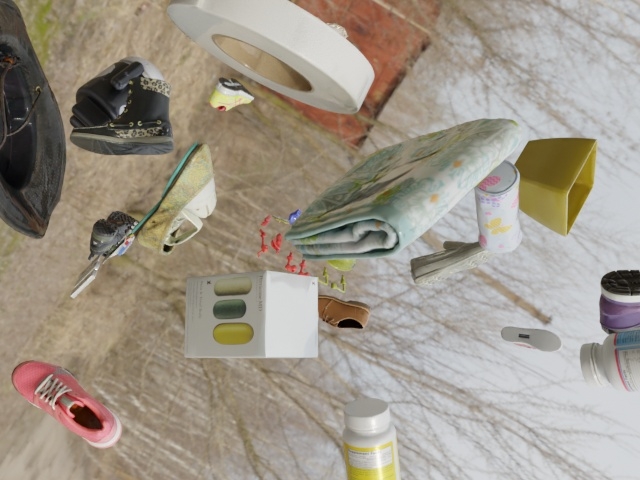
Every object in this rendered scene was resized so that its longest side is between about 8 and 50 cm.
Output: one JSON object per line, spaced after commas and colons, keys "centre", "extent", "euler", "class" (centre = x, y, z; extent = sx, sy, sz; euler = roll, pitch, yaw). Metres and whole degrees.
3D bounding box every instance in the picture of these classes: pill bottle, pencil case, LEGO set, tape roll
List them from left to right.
{"centre": [-0.512, 0.039, 1.663], "extent": [0.244, 0.060, 0.182], "euler": [-45, -161, 1], "class": "LEGO set"}
{"centre": [-0.089, -0.351, 1.211], "extent": [0.071, 0.392, 0.392], "euler": [-64, -173, 0], "class": "tape roll"}
{"centre": [0.110, 0.459, 1.447], "extent": [0.119, 0.119, 0.208], "euler": [-110, -166, -80], "class": "pill bottle"}
{"centre": [0.446, -0.082, 1.670], "extent": [0.273, 0.114, 0.124], "euler": [64, 31, -53], "class": "pencil case"}
{"centre": [0.462, 0.170, 0.949], "extent": [0.160, 0.087, 0.087], "euler": [-15, -142, 36], "class": "pill bottle"}

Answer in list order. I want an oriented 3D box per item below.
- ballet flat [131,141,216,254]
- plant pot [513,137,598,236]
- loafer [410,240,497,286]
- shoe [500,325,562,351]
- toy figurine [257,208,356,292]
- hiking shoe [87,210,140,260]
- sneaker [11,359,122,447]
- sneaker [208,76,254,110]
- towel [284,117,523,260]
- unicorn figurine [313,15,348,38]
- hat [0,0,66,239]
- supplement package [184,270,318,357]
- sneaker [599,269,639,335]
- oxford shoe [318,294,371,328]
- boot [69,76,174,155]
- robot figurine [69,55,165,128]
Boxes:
{"centre": [-0.283, -0.074, 1.383], "extent": [0.348, 0.123, 0.123], "euler": [-42, -161, 44], "class": "ballet flat"}
{"centre": [0.661, -0.172, 1.919], "extent": [0.212, 0.187, 0.212], "euler": [-55, 147, -22], "class": "plant pot"}
{"centre": [0.430, 0.045, 2.130], "extent": [0.320, 0.112, 0.111], "euler": [-25, -114, 21], "class": "loafer"}
{"centre": [0.633, 0.292, 1.977], "extent": [0.081, 0.178, 0.063], "euler": [20, 79, -58], "class": "shoe"}
{"centre": [0.000, 0.000, 2.158], "extent": [0.217, 0.363, 0.191], "euler": [-44, -154, 49], "class": "toy figurine"}
{"centre": [-0.589, -0.012, 1.878], "extent": [0.114, 0.086, 0.227], "euler": [-60, 174, 16], "class": "hiking shoe"}
{"centre": [-0.623, 0.387, 1.636], "extent": [0.116, 0.314, 0.136], "euler": [-55, 176, -24], "class": "sneaker"}
{"centre": [-0.278, -0.436, 2.018], "extent": [0.094, 0.081, 0.208], "euler": [-49, 168, 18], "class": "sneaker"}
{"centre": [0.128, -0.091, 1.181], "extent": [0.320, 0.090, 0.375], "euler": [-42, -162, -25], "class": "towel"}
{"centre": [-0.004, -0.540, 1.717], "extent": [0.111, 0.161, 0.060], "euler": [-27, 149, -13], "class": "unicorn figurine"}
{"centre": [-0.453, -0.153, 0.875], "extent": [0.331, 0.134, 0.331], "euler": [174, -90, -86], "class": "hat"}
{"centre": [-0.167, 0.185, 1.612], "extent": [0.263, 0.198, 0.199], "euler": [-7, -102, 36], "class": "supplement package"}
{"centre": [0.630, 0.119, 1.145], "extent": [0.107, 0.284, 0.124], "euler": [-61, 147, -59], "class": "sneaker"}
{"centre": [0.028, 0.202, 1.831], "extent": [0.076, 0.213, 0.076], "euler": [80, 21, -44], "class": "oxford shoe"}
{"centre": [-0.468, -0.298, 1.588], "extent": [0.085, 0.237, 0.178], "euler": [126, -37, -70], "class": "boot"}
{"centre": [-0.549, -0.385, 1.811], "extent": [0.209, 0.173, 0.278], "euler": [12, -131, 38], "class": "robot figurine"}
